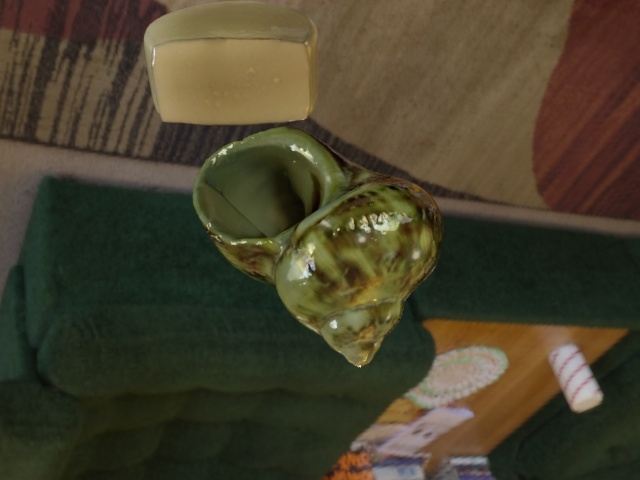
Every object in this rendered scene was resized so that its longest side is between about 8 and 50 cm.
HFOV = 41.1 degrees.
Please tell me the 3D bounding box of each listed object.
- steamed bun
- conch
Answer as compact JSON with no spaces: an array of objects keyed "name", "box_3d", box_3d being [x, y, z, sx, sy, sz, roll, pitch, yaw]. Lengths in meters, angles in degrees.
[{"name":"steamed bun","box_3d":[-0.124,-0.258,1.223,0.241,0.164,0.146,-1,125,-2]},{"name":"conch","box_3d":[0.000,0.003,0.657,0.187,0.181,0.124,-7,123,-1]}]
